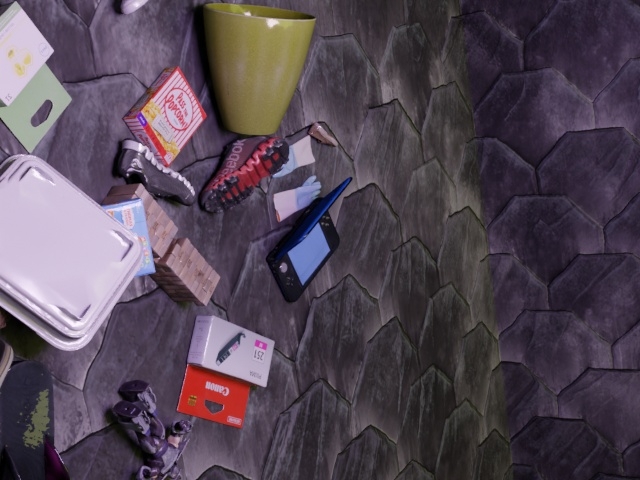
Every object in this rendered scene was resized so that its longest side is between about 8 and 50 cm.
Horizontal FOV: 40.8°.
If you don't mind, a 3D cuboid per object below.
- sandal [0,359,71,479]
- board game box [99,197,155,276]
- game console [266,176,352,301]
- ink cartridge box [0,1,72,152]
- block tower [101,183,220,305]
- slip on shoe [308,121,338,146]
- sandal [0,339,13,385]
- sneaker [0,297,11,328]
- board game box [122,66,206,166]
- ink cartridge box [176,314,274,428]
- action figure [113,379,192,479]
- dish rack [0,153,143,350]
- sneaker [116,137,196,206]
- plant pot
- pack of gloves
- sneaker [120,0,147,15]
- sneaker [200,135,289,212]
[{"bbox_3d":[-0.548,0.453,1.636,0.167,0.107,0.445,-14,102,-56],"label":"sandal"},{"bbox_3d":[-0.456,0.010,1.756,0.211,0.039,0.160,-13,102,-25],"label":"board game box"},{"bbox_3d":[0.000,0.000,2.410,0.293,0.173,0.250,-51,130,-38],"label":"game console"},{"bbox_3d":[-0.573,-0.311,1.654,0.235,0.056,0.171,57,45,-37],"label":"ink cartridge box"},{"bbox_3d":[-0.362,0.017,1.943,0.335,0.097,0.091,55,47,-39],"label":"block tower"},{"bbox_3d":[0.007,-0.307,2.563,0.041,0.051,0.135,-46,151,6],"label":"slip on shoe"},{"bbox_3d":[-0.626,0.315,1.517,0.086,0.120,0.303,74,33,-47],"label":"sandal"},{"bbox_3d":[-0.605,0.145,1.587,0.071,0.066,0.188,46,53,-44],"label":"sneaker"},{"bbox_3d":[-0.357,-0.286,1.992,0.147,0.045,0.193,61,42,-37],"label":"board game box"},{"bbox_3d":[-0.233,0.336,2.169,0.275,0.060,0.239,33,62,-52],"label":"ink cartridge box"},{"bbox_3d":[-0.370,0.450,1.924,0.185,0.099,0.285,-65,145,-47],"label":"action figure"},{"bbox_3d":[-0.505,0.012,1.618,0.333,0.072,0.285,41,55,-18],"label":"dish rack"},{"bbox_3d":[-0.376,-0.125,1.939,0.234,0.078,0.106,43,58,-44],"label":"sneaker"},{"bbox_3d":[-0.164,-0.420,2.132,0.275,0.275,0.293,-23,126,-55],"label":"plant pot"},{"bbox_3d":[-0.059,-0.181,2.452,0.232,0.046,0.195,-33,118,-53],"label":"pack of gloves"},{"bbox_3d":[-0.408,-0.587,1.904,0.094,0.080,0.212,45,45,-33],"label":"sneaker"},{"bbox_3d":[-0.211,-0.177,2.175,0.276,0.135,0.097,-43,141,-20],"label":"sneaker"}]
